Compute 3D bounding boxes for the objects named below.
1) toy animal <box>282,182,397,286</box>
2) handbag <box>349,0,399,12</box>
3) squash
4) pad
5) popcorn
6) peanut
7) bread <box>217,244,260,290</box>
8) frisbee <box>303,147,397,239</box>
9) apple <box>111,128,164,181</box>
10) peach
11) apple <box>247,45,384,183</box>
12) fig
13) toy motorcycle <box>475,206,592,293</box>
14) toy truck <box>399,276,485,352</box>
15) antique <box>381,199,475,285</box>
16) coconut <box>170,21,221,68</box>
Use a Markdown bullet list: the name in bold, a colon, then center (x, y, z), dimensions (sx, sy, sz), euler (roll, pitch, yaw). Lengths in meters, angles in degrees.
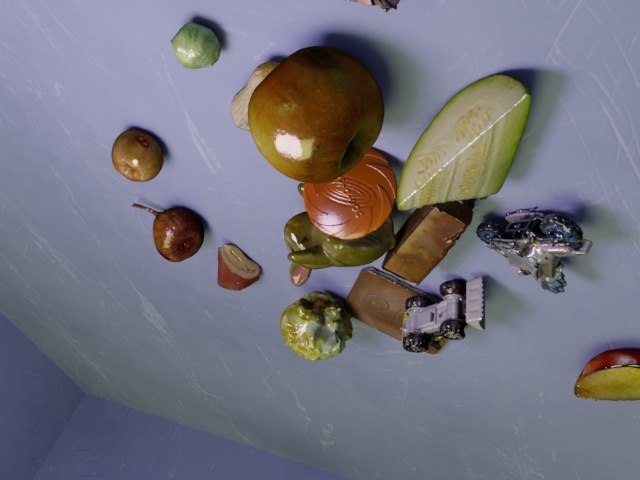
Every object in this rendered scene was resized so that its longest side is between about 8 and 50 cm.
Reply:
- **toy animal**: center (-0.008, -0.009, 1.808), dimensions (0.180, 0.181, 0.363), euler (32, 150, -35)
- **handbag**: center (0.046, -0.419, 1.123), dimensions (0.116, 0.179, 0.205), euler (7, 147, 20)
- **squash**: center (0.227, -0.179, 1.408), dimensions (0.203, 0.111, 0.289), euler (-9, 151, -2)
- **pad**: center (0.205, 0.186, 2.109), dimensions (0.284, 0.018, 0.286), euler (26, 150, 2)
- **popcorn**: center (-0.011, 0.218, 2.163), dimensions (0.198, 0.198, 0.212), euler (16, 143, 18)
- **peanut**: center (-0.115, -0.269, 1.579), dimensions (0.087, 0.087, 0.206), euler (33, 151, -11)
- **bread**: center (-0.227, 0.086, 2.254), dimensions (0.119, 0.067, 0.192), euler (22, 151, 9)
- **frisbee**: center (0.054, -0.098, 1.617), dimensions (0.192, 0.192, 0.035), euler (16, 176, 19)
- **apple**: center (-0.430, -0.196, 1.936), dimensions (0.126, 0.102, 0.126), euler (21, 150, 13)
- **peach**: center (0.678, 0.302, 1.861), dimensions (0.189, 0.068, 0.279), euler (29, 150, -19)
- **apple**: center (-0.012, -0.219, 1.438), dimensions (0.207, 0.237, 0.237), euler (44, 155, 18)
- **fig**: center (-0.404, -0.037, 2.177), dimensions (0.201, 0.133, 0.146), euler (34, 128, 33)
- **toy motorcycle**: center (0.433, 0.026, 1.589), dimensions (0.204, 0.108, 0.239), euler (45, 171, -21)
- **toy truck**: center (0.290, 0.177, 1.904), dimensions (0.111, 0.136, 0.286), euler (23, 148, -31)
- **antique**: center (0.224, -0.014, 1.707), dimensions (0.093, 0.087, 0.310), euler (26, 150, -2)
- **coconut**: center (-0.234, -0.360, 1.536), dimensions (0.096, 0.088, 0.088), euler (13, 148, 13)
